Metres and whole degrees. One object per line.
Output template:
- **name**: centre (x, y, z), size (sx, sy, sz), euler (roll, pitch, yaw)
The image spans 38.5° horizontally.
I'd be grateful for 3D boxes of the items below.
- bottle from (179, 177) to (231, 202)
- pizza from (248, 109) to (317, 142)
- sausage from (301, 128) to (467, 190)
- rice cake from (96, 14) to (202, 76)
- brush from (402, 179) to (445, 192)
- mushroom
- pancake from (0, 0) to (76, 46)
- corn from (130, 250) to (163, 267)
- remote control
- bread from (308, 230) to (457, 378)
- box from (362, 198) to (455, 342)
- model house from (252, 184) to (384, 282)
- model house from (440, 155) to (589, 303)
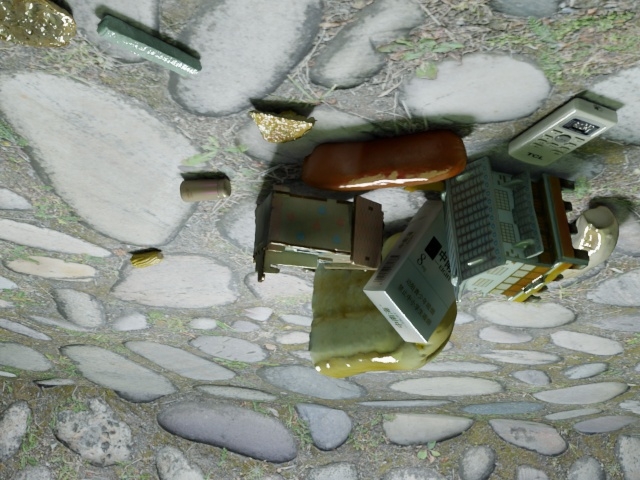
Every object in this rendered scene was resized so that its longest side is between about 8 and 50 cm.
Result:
- **bottle**: centre (-0.225, -0.099, 1.800), size (0.096, 0.045, 0.045), euler (-3, 156, 16)
- **pizza**: centre (-0.072, -0.202, 1.542), size (0.109, 0.026, 0.123), euler (25, 153, -34)
- **sausage**: centre (0.110, -0.133, 1.589), size (0.300, 0.089, 0.083), euler (-4, 162, 23)
- **rice cake**: centre (-0.254, -0.288, 1.371), size (0.171, 0.029, 0.033), euler (20, 147, -35)
- **brush**: centre (0.254, -0.098, 1.741), size (0.272, 0.013, 0.103), euler (14, 156, -23)
- **mushroom**: centre (0.504, 0.027, 1.889), size (0.123, 0.095, 0.351), euler (27, 152, -7)
- **pancake**: centre (-0.430, -0.321, 1.333), size (0.152, 0.025, 0.151), euler (4, 157, 2)
- **corn**: centre (-0.417, 0.045, 2.204), size (0.092, 0.037, 0.037), euler (-13, 151, 33)
- **remote control**: centre (0.392, -0.173, 1.505), size (0.087, 0.029, 0.190), euler (15, 156, -22)
- **bread**: centre (0.156, 0.139, 1.976), size (0.341, 0.300, 0.210), euler (-17, 155, 37)
- **box**: centre (0.204, 0.057, 1.765), size (0.067, 0.243, 0.155), euler (0, 135, 52)
- **model house**: centre (0.000, 0.000, 1.759), size (0.244, 0.169, 0.326), euler (2, 174, -10)
- **model house**: centre (0.333, -0.007, 1.655), size (0.215, 0.224, 0.198), euler (8, 150, -19)
